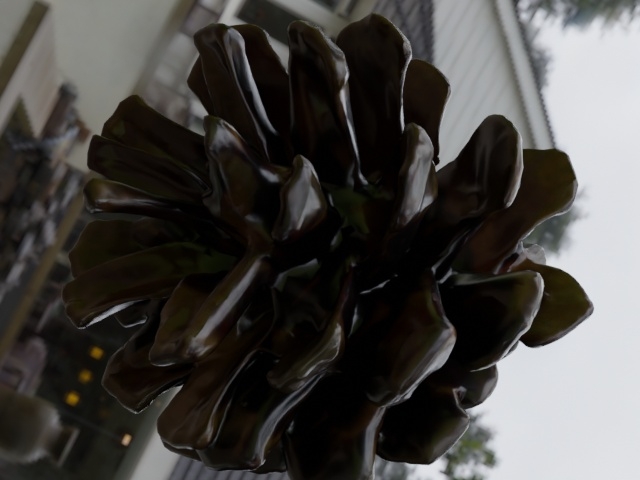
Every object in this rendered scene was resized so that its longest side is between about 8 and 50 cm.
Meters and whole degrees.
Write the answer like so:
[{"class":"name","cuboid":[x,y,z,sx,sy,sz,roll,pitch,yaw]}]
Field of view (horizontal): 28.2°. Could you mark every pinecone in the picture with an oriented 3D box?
[{"class":"pinecone","cuboid":[-0.002,-0.002,0.559,0.202,0.201,0.229,-25,-150,40]}]
